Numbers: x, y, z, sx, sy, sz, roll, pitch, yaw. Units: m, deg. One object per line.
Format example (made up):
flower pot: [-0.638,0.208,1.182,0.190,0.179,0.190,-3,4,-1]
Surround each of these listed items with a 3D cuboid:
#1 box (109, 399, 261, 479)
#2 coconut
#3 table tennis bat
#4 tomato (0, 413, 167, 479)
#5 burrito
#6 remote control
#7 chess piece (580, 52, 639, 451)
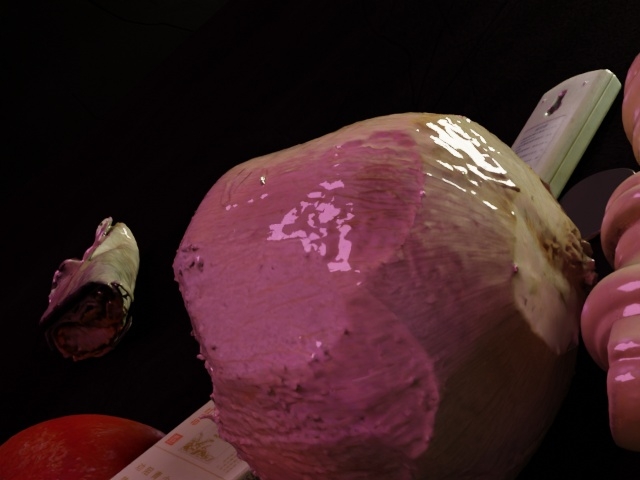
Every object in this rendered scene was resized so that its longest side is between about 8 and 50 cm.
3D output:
box: [-0.084,0.201,1.213,0.201,0.058,0.141,-39,27,-27]
coconut: [0.060,0.049,1.004,0.254,0.297,0.297,-4,42,40]
table tennis bat: [0.252,-0.032,1.187,0.087,0.013,0.156,-52,21,-22]
tomato: [-0.290,0.296,1.408,0.338,0.144,0.338,-36,24,19]
burrito: [-0.327,0.080,1.956,0.175,0.107,0.348,-58,16,9]
remote control: [0.207,-0.071,1.310,0.098,0.038,0.233,-20,30,53]
chess piece: [0.248,-0.005,0.968,0.117,0.117,0.397,-28,23,37]
